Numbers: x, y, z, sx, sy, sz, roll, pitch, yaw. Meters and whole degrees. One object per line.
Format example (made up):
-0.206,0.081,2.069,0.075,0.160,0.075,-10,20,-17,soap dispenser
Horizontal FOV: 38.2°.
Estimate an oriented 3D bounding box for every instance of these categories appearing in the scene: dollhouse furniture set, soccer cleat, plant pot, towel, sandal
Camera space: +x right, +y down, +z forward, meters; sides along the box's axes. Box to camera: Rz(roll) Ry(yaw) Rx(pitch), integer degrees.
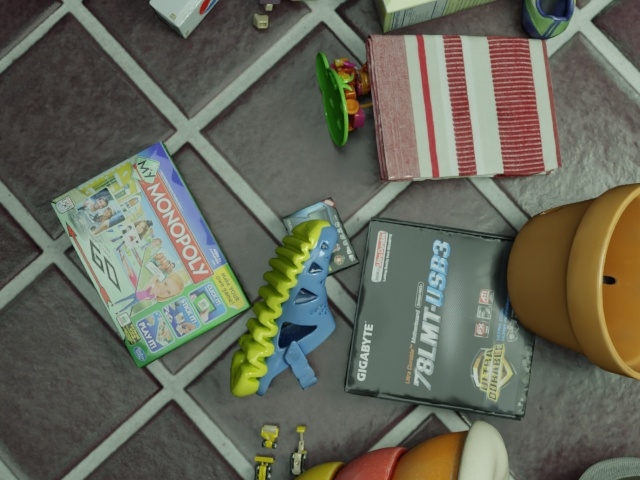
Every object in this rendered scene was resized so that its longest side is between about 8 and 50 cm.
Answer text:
-0.063,-0.422,1.588,0.114,0.091,0.081,-6,44,-20,dollhouse furniture set
0.391,-0.475,1.516,0.094,0.121,0.289,7,88,-8,soccer cleat
0.424,0.056,1.408,0.291,0.203,0.290,-2,93,-40,plant pot
0.235,-0.217,1.503,0.329,0.037,0.237,-4,85,-21,towel
-0.036,0.117,1.490,0.138,0.126,0.317,18,104,-16,sandal

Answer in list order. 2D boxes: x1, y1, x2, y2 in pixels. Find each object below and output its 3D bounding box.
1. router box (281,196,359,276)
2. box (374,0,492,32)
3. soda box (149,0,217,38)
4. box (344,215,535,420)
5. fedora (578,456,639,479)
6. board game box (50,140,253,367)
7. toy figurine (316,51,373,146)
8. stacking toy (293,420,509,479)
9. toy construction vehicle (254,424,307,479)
0.000,0.000,1.545,0.092,0.038,0.122,-24,86,1,router box
0.191,-0.490,1.531,0.243,0.117,0.213,-17,86,0,box
-0.191,-0.450,1.560,0.069,0.074,0.216,39,88,3,soda box
0.203,0.126,1.517,0.293,0.073,0.295,9,86,1,box
0.489,0.468,1.434,0.276,0.124,0.243,-1,59,-16,fedora
-0.282,0.023,1.549,0.214,0.046,0.317,-29,86,1,board game box
0.090,-0.250,1.539,0.159,0.130,0.173,-11,61,-12,toy figurine
0.046,0.442,1.419,0.480,0.350,0.350,0,86,18,stacking toy
-0.065,0.355,1.531,0.086,0.035,0.098,0,84,13,toy construction vehicle
